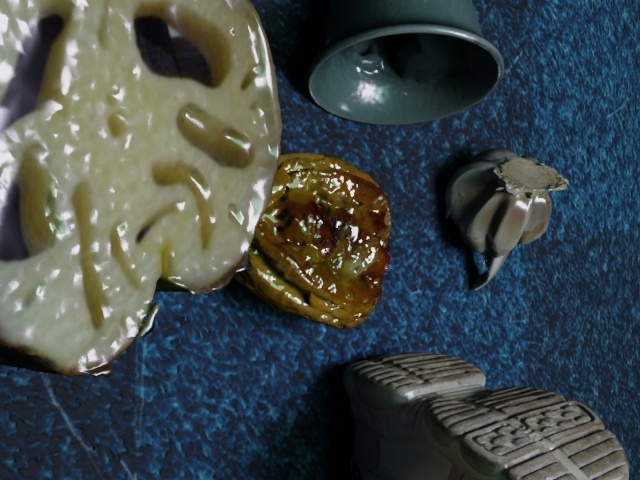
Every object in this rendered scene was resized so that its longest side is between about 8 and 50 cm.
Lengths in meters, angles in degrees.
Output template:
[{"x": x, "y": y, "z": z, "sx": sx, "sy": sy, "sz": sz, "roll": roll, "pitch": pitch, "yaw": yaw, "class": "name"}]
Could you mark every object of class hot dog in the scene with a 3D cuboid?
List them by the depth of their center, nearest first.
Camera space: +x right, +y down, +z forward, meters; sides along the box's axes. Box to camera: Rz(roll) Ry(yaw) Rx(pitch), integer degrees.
[{"x": -0.002, "y": 0.002, "z": 1.043, "sx": 0.227, "sy": 0.099, "sz": 0.161, "roll": 17, "pitch": 82, "yaw": -50, "class": "hot dog"}]

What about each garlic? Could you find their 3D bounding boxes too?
[{"x": 0.218, "y": -0.026, "z": 1.287, "sx": 0.131, "sy": 0.127, "sz": 0.194, "roll": -21, "pitch": 136, "yaw": -26, "class": "garlic"}]

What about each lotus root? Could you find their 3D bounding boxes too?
[{"x": -0.176, "y": -0.090, "z": 0.786, "sx": 0.390, "sy": 0.111, "sz": 0.375, "roll": -24, "pitch": 121, "yaw": -50, "class": "lotus root"}]

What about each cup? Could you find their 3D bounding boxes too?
[{"x": 0.080, "y": -0.227, "z": 1.075, "sx": 0.199, "sy": 0.199, "sz": 0.150, "roll": 20, "pitch": 60, "yaw": -47, "class": "cup"}]

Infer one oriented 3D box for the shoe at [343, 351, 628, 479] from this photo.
[{"x": 0.157, "y": 0.245, "z": 1.062, "sx": 0.171, "sy": 0.351, "sz": 0.198, "roll": -5, "pitch": 104, "yaw": -28, "class": "shoe"}]
